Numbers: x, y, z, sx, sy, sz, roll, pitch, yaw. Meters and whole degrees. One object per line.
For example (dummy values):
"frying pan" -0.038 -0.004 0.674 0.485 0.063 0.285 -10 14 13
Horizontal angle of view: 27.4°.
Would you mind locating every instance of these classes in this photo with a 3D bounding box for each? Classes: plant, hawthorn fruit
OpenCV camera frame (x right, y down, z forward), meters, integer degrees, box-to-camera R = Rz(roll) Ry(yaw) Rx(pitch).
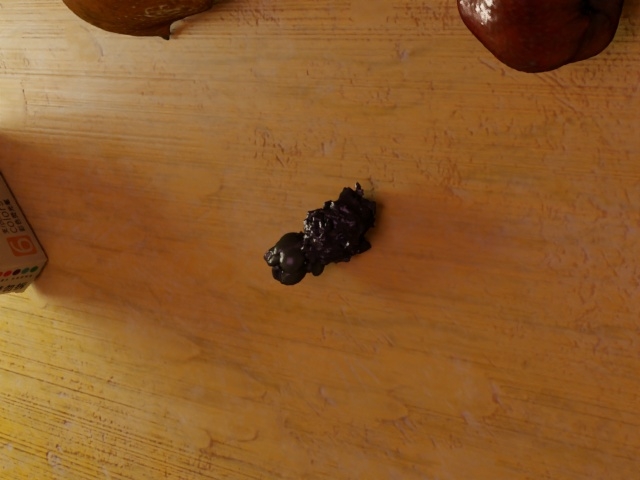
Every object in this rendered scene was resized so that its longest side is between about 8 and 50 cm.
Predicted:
"plant" 0.000 0.000 1.536 0.174 0.087 0.085 -36 45 36
"hawthorn fruit" 0.194 -0.248 1.258 0.203 0.163 0.162 29 119 53

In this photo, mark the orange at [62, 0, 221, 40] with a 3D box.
"orange" -0.233 -0.397 1.609 0.335 0.196 0.262 -2 84 50

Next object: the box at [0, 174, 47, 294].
"box" -0.561 -0.038 1.945 0.091 0.221 0.273 -44 71 35
